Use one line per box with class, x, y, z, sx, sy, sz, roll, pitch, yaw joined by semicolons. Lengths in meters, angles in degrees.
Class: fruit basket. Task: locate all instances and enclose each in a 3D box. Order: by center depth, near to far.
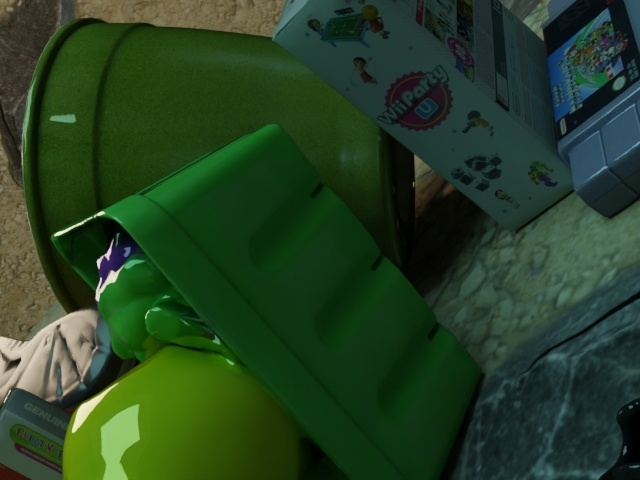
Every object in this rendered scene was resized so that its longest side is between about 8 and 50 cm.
fruit basket;-0.086;0.135;0.734;0.392;0.392;0.283;-61;21;-18

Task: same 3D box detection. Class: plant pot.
plant pot;-0.078;-0.079;1.015;0.353;0.366;0.366;-2;40;12

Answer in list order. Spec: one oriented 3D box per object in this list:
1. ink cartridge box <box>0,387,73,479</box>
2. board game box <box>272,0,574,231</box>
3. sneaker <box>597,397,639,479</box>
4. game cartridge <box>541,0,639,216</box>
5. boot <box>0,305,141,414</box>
ink cartridge box;-0.212;0.324;0.795;0.130;0.309;0.272;-42;23;31
board game box;0.114;-0.183;0.882;0.097;0.303;0.224;-40;24;33
sneaker;0.189;0.159;0.501;0.063;0.075;0.170;-33;29;45
game cartridge;0.311;-0.199;0.831;0.230;0.068;0.355;-36;27;32
boot;-0.230;0.194;1.030;0.377;0.284;0.138;-26;51;40
